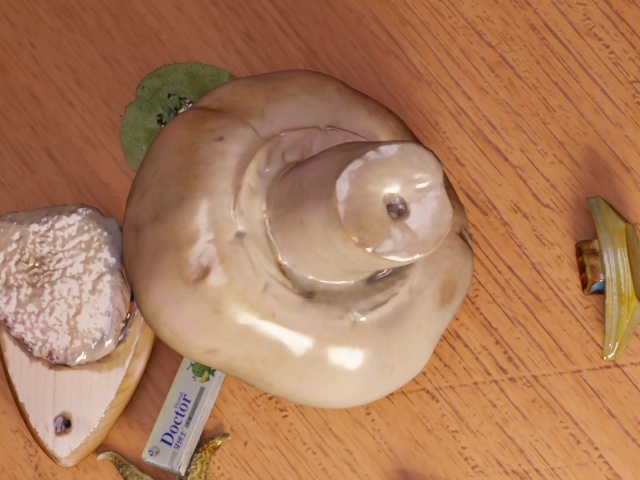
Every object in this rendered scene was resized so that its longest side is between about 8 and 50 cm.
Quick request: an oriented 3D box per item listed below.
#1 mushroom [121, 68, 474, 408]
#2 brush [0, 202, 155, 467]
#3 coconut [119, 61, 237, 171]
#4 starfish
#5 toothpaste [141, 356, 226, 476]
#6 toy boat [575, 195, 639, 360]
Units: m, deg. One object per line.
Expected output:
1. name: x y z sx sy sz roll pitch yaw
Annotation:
1. mushroom: -0.021 0.009 1.822 0.325 0.353 0.353 -33 81 4
2. brush: -0.261 0.102 1.910 0.174 0.166 0.266 0 84 4
3. coconut: -0.147 -0.134 1.989 0.158 0.055 0.133 -30 83 -2
4. starfish: -0.152 0.298 1.939 0.223 0.050 0.217 39 93 13
5. toothpaste: -0.133 0.164 1.941 0.046 0.034 0.164 19 72 13
6. toy boat: 0.301 0.039 1.930 0.066 0.065 0.172 -11 80 25
